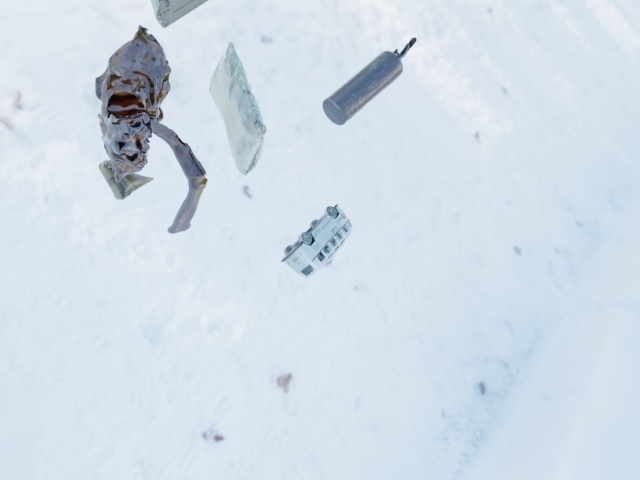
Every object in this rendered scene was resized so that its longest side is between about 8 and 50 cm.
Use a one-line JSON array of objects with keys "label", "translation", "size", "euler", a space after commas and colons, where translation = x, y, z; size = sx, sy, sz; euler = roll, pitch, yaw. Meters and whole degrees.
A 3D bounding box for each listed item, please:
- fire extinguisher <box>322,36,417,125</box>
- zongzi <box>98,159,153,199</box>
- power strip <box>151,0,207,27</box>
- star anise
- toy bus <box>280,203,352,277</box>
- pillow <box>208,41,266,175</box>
[{"label": "fire extinguisher", "translation": [0.121, -0.371, 1.786], "size": [0.072, 0.089, 0.268], "euler": [45, 67, 5]}, {"label": "zongzi", "translation": [-0.348, -0.123, 1.405], "size": [0.083, 0.040, 0.076], "euler": [-38, 113, -30]}, {"label": "power strip", "translation": [-0.209, -0.500, 1.472], "size": [0.268, 0.092, 0.034], "euler": [-39, 69, -17]}, {"label": "star anise", "translation": [-0.290, -0.173, 1.293], "size": [0.148, 0.237, 0.346], "euler": [-20, 102, -11]}, {"label": "toy bus", "translation": [0.000, 0.000, 1.736], "size": [0.089, 0.087, 0.194], "euler": [45, 47, -3]}, {"label": "pillow", "translation": [-0.146, -0.231, 1.373], "size": [0.051, 0.128, 0.229], "euler": [-4, 54, -29]}]
